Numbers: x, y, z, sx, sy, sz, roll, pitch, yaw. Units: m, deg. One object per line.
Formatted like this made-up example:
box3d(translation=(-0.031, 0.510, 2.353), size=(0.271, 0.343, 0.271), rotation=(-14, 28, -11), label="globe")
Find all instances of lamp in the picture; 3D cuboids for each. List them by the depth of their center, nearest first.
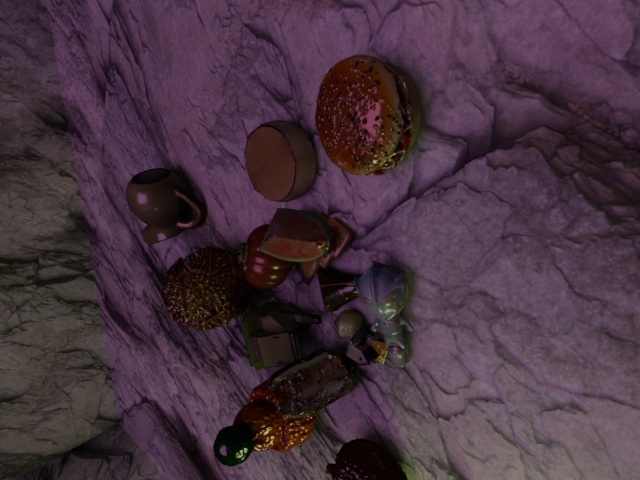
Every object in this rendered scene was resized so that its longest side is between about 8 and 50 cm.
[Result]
box3d(translation=(-0.179, 0.055, 1.521), size=(0.223, 0.197, 0.223), rotation=(-171, 90, -71), label="lamp")

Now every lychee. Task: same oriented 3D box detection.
box3d(translation=(0.150, 0.769, 1.451), size=(0.271, 0.236, 0.236), rotation=(18, 120, 11), label="lychee")

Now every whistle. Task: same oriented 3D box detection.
box3d(translation=(0.191, 0.197, 1.273), size=(0.142, 0.133, 0.346), rotation=(-15, 108, 6), label="whistle")

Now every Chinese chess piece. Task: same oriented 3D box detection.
box3d(translation=(-0.130, -0.249, 1.425), size=(0.257, 0.104, 0.257), rotation=(18, 117, 40), label="Chinese chess piece")

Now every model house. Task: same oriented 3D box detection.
box3d(translation=(0.149, 0.328, 1.369), size=(0.100, 0.101, 0.087), rotation=(33, 124, 30), label="model house")
box3d(translation=(-0.104, 0.342, 1.570), size=(0.279, 0.205, 0.218), rotation=(-1, 105, 37), label="model house")

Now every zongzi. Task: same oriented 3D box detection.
box3d(translation=(0.065, 0.108, 1.401), size=(0.187, 0.084, 0.184), rotation=(-33, 61, 35), label="zongzi")

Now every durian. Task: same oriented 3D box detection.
box3d(translation=(-0.431, 0.190, 1.710), size=(0.384, 0.348, 0.347), rotation=(172, 79, -84), label="durian")

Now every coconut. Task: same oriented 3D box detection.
box3d(translation=(0.086, 0.264, 1.419), size=(0.096, 0.088, 0.087), rotation=(8, 112, 21), label="coconut")

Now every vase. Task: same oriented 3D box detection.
box3d(translation=(-0.642, -0.136, 1.912), size=(0.329, 0.241, 0.302), rotation=(6, 125, 16), label="vase")

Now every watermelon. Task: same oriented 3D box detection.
box3d(translation=(-0.067, -0.025, 1.383), size=(0.231, 0.146, 0.128), rotation=(8, 146, 11), label="watermelon")

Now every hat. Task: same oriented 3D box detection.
box3d(translation=(-0.223, 0.702, 1.661), size=(0.285, 0.400, 0.285), rotation=(21, 123, 37), label="hat")

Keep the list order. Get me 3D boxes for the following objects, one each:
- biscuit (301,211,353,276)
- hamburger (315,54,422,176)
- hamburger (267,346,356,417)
box3d(translation=(0.000, 0.000, 1.409), size=(0.239, 0.041, 0.212), rotation=(-13, 79, 41), label="biscuit")
box3d(translation=(0.110, -0.308, 1.119), size=(0.300, 0.176, 0.300), rotation=(19, 118, 41), label="hamburger")
box3d(translation=(-0.022, 0.473, 1.491), size=(0.192, 0.288, 0.167), rotation=(92, 153, -65), label="hamburger")
